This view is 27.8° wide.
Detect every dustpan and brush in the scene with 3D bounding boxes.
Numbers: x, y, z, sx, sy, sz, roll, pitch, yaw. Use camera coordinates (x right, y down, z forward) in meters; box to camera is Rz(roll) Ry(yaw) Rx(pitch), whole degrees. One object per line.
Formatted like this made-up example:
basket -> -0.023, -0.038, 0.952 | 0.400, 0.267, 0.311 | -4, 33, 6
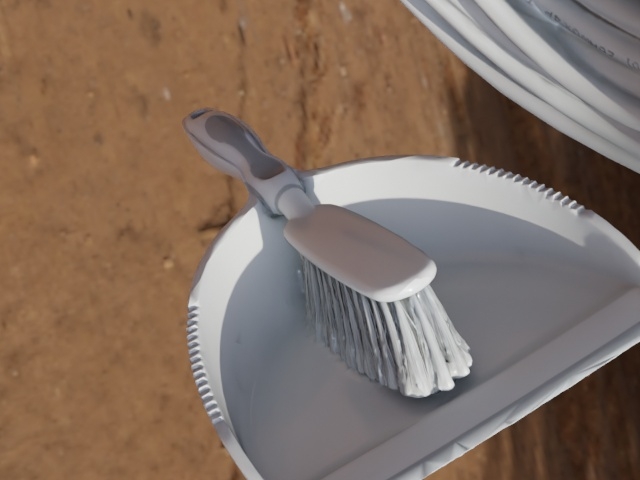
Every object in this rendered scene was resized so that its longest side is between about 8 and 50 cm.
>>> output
dustpan and brush -> 0.000, 0.000, 0.464 | 0.211, 0.147, 0.060 | 35, -30, 58

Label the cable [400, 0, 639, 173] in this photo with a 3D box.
cable -> 0.073, -0.099, 0.304 | 0.257, 0.089, 0.257 | 43, -4, -27
